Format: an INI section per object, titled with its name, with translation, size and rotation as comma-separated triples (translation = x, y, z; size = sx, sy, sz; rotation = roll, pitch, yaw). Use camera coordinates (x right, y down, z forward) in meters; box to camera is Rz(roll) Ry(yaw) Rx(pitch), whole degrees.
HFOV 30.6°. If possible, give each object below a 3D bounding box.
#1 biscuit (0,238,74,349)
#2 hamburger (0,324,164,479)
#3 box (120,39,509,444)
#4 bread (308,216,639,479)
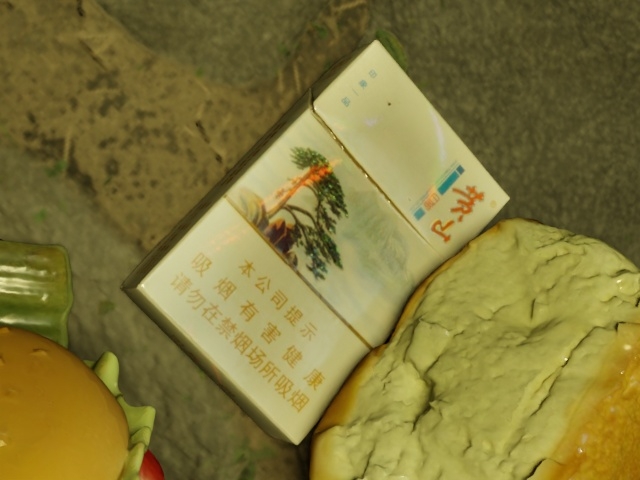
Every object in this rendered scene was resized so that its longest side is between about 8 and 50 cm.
[biscuit]
translation = -0.306, 0.031, 0.676
size = 0.322, 0.038, 0.099
rotation = 7, 88, -22
[hamburger]
translation = -0.197, 0.160, 0.577
size = 0.274, 0.274, 0.212
rotation = -30, 120, -21
[box]
translation = 0.001, 0.000, 0.785
size = 0.149, 0.067, 0.233
rotation = 47, 72, -16
[bread]
translation = 0.139, 0.147, 0.739
size = 0.279, 0.225, 0.250
rotation = -48, 126, -21
